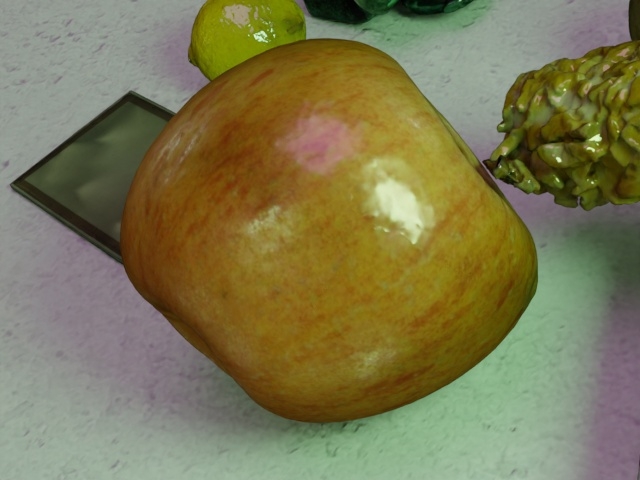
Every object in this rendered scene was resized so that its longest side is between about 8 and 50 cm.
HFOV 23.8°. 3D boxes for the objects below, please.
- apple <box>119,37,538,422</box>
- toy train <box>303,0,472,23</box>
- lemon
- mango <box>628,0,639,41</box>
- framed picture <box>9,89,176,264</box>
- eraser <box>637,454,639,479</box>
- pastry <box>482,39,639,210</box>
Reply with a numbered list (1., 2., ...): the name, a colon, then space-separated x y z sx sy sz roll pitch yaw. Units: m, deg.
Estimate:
1. apple: 0.000 0.000 1.154 0.275 0.299 0.299 -37 41 2
2. toy train: 0.097 -0.356 1.585 0.238 0.167 0.299 15 52 43
3. lemon: -0.075 -0.205 1.536 0.133 0.109 0.109 -14 41 19
4. mango: 0.356 -0.188 1.185 0.176 0.329 0.176 4 78 -16
5. framed picture: -0.187 -0.067 1.511 0.173 0.010 0.231 -40 43 -19
6. eraser: 0.371 0.055 1.051 0.272 0.122 0.359 -6 42 22
7. pastry: 0.221 -0.082 1.120 0.250 0.102 0.154 -11 41 49
